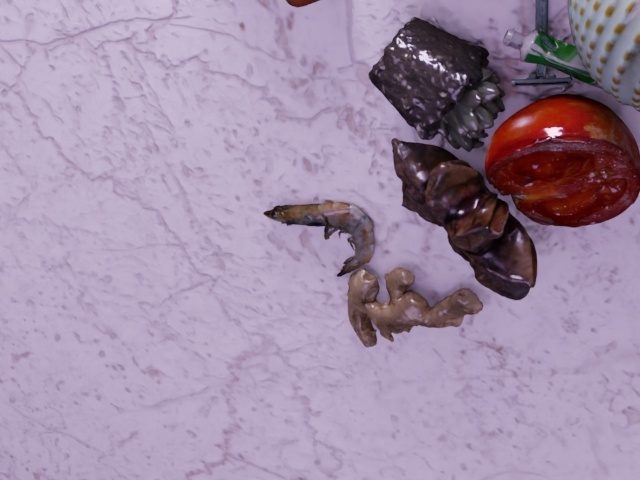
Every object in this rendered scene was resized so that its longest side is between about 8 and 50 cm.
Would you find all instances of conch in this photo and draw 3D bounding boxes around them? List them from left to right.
[{"bbox_3d":[0.426,-0.311,1.467,0.319,0.215,0.303,39,122,-9],"label":"conch"}]

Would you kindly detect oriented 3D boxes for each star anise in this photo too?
[{"bbox_3d":[0.215,-0.037,1.801,0.315,0.108,0.315,43,176,4],"label":"star anise"}]

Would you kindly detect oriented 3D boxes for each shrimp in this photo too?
[{"bbox_3d":[0.001,-0.002,2.041,0.195,0.035,0.147,2,129,23],"label":"shrimp"}]

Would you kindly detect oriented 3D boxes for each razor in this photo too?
[{"bbox_3d":[0.303,-0.309,1.648,0.084,0.036,0.211,-1,121,7],"label":"razor"}]

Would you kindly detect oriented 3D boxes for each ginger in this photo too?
[{"bbox_3d":[0.145,0.102,2.034,0.259,0.065,0.149,-12,118,36],"label":"ginger"}]

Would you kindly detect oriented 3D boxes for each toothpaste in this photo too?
[{"bbox_3d":[0.364,-0.230,1.627,0.248,0.078,0.047,21,111,-1],"label":"toothpaste"}]

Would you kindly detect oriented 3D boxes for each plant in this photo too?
[{"bbox_3d":[0.174,-0.220,1.712,0.194,0.129,0.132,36,133,-1],"label":"plant"}]

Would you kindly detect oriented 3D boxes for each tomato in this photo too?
[{"bbox_3d":[0.345,-0.127,1.695,0.200,0.139,0.233,-11,148,27],"label":"tomato"}]

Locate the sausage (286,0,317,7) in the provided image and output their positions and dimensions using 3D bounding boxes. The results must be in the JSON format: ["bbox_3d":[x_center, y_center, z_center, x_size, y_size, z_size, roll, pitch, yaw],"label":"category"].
[{"bbox_3d":[-0.055,-0.454,1.651,0.114,0.113,0.259,-11,122,33],"label":"sausage"}]
